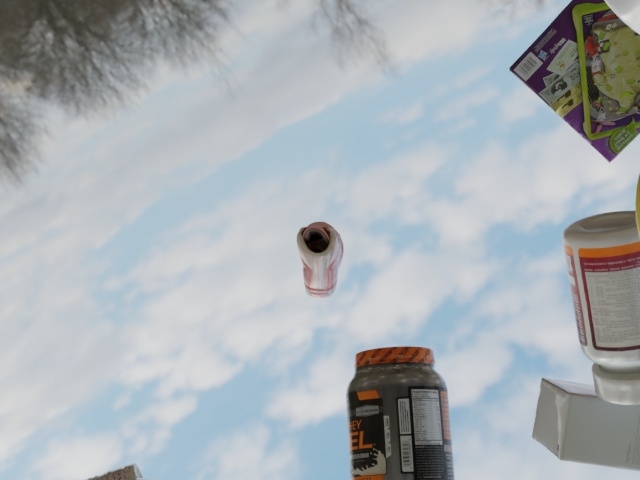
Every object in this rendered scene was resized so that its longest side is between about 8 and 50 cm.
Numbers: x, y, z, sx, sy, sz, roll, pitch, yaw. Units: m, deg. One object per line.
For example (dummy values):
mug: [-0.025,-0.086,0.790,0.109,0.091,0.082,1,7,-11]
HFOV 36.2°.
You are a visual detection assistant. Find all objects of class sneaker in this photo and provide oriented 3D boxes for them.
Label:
sneaker: [0.000,0.000,1.127,0.051,0.070,0.134,-3,-146,3]

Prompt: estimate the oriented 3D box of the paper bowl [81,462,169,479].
paper bowl: [-0.220,0.436,1.303,0.148,0.284,0.284,-17,-160,-12]

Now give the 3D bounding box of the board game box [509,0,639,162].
board game box: [0.465,-0.306,1.400,0.347,0.208,0.056,-47,177,19]

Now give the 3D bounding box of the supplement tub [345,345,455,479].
supplement tub: [0.146,0.363,1.813,0.193,0.193,0.316,-15,-111,36]

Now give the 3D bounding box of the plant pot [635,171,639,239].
plant pot: [0.416,-0.029,0.833,0.254,0.254,0.239,-44,-157,-25]

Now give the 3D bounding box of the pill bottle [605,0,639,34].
pill bottle: [0.350,-0.283,0.751,0.161,0.161,0.283,-53,-175,-40]

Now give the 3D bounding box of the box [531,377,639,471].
box: [0.394,0.252,1.335,0.170,0.091,0.130,9,-179,-5]

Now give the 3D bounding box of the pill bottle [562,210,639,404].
pill bottle: [0.377,0.082,1.218,0.121,0.221,0.121,-12,-168,3]
